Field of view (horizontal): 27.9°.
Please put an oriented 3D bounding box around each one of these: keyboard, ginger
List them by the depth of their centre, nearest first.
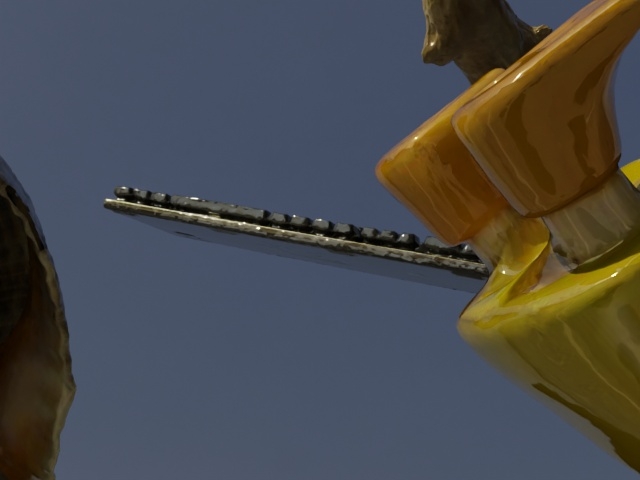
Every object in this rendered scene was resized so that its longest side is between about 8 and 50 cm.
[{"bbox_3d":[0.090,-0.106,0.687,0.057,0.044,0.137,-31,-48,21],"label":"ginger"},{"bbox_3d":[0.000,0.000,0.881,0.317,0.027,0.106,10,-7,32],"label":"keyboard"}]

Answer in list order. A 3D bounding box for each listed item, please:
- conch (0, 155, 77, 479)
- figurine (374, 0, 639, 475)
[{"bbox_3d":[-0.237,0.012,0.590,0.210,0.159,0.291,-47,-66,3],"label":"conch"},{"bbox_3d":[0.144,0.091,0.439,0.187,0.215,0.343,-34,-89,-1],"label":"figurine"}]
